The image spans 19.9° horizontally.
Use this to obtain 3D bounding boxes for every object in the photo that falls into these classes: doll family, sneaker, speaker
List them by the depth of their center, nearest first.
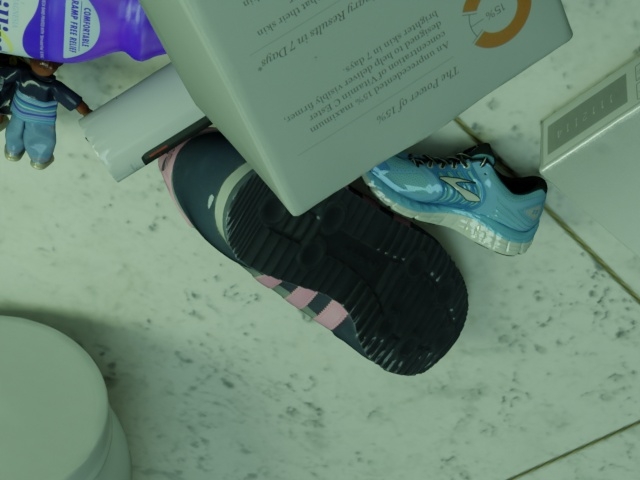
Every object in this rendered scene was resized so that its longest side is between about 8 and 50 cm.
[{"bbox_3d":[-0.104,-0.099,1.307,0.136,0.055,0.055,-32,128,0],"label":"speaker"},{"bbox_3d":[-0.259,-0.121,1.328,0.193,0.076,0.111,10,130,-11],"label":"doll family"},{"bbox_3d":[0.099,-0.050,1.380,0.162,0.063,0.073,20,114,-18],"label":"sneaker"},{"bbox_3d":[0.000,0.000,1.414,0.112,0.131,0.319,-53,137,-4],"label":"sneaker"}]

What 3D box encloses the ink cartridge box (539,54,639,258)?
[{"bbox_3d":[0.353,-0.070,1.318,0.261,0.066,0.296,37,127,-26],"label":"ink cartridge box"}]

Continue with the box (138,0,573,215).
[{"bbox_3d":[-0.021,-0.225,1.074,0.215,0.168,0.345,-33,130,-8],"label":"box"}]

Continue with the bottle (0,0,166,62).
[{"bbox_3d":[-0.186,-0.179,1.243,0.283,0.092,0.118,10,141,-4],"label":"bottle"}]

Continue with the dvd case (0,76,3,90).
[{"bbox_3d":[-0.288,-0.126,1.243,0.087,0.013,0.119,-18,139,32],"label":"dvd case"}]

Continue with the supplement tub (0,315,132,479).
[{"bbox_3d":[-0.282,0.249,1.573,0.241,0.241,0.331,6,135,0],"label":"supplement tub"}]
